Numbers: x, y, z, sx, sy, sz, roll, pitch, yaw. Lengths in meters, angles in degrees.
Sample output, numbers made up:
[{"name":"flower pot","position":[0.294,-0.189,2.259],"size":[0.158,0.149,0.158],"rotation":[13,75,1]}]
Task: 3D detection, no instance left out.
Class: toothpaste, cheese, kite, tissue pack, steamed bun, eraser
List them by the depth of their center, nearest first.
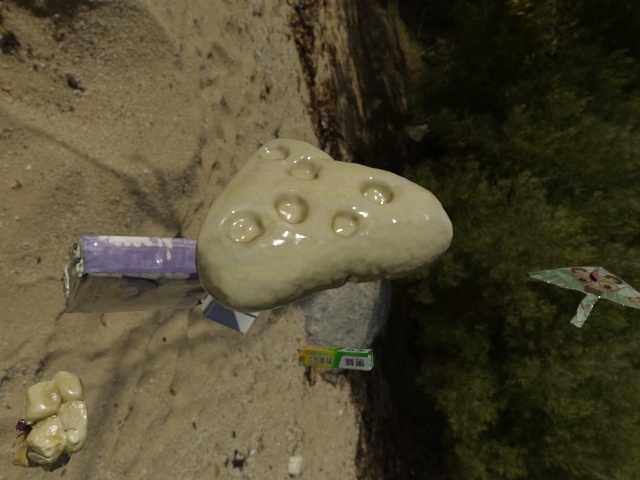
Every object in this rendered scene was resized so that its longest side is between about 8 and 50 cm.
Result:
[{"name":"cheese","position":[0.000,0.000,0.693],"size":[0.328,0.351,0.130],"rotation":[-54,164,-45]},{"name":"kite","position":[0.478,0.093,0.820],"size":[0.250,0.229,0.012],"rotation":[-32,131,-47]},{"name":"steamed bun","position":[-0.557,0.362,0.948],"size":[0.106,0.177,0.192],"rotation":[17,49,-44]},{"name":"toothpaste","position":[0.032,0.269,1.079],"size":[0.037,0.178,0.043],"rotation":[-6,93,-65]},{"name":"eraser","position":[-0.179,0.107,1.124],"size":[0.124,0.210,0.068],"rotation":[32,0,-34]},{"name":"tissue pack","position":[-0.432,0.086,1.153],"size":[0.343,0.242,0.125],"rotation":[1,62,-37]}]
